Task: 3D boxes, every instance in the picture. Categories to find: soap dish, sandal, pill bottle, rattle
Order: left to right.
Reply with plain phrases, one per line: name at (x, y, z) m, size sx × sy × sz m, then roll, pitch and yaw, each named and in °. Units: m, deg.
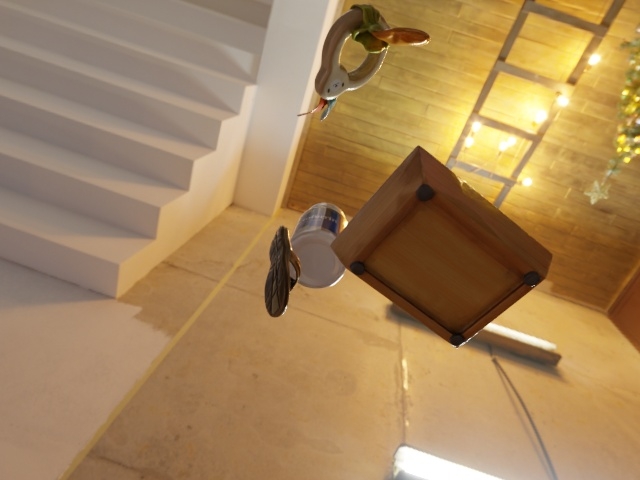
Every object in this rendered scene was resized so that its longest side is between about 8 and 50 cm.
sandal at (-0.059, 0.048, 0.702) m, size 0.049 × 0.072 × 0.180 m, roll 20°, pitch -138°, yaw -22°
pill bottle at (0.000, 0.000, 1.063) m, size 0.153 × 0.153 × 0.264 m, roll 18°, pitch -157°, yaw -2°
rattle at (0.062, -0.249, 0.646) m, size 0.143 × 0.199 × 0.130 m, roll 41°, pitch -165°, yaw 16°
soap dish at (0.193, 0.027, 0.669) m, size 0.291 × 0.229 × 0.118 m, roll 36°, pitch -154°, yaw -9°
